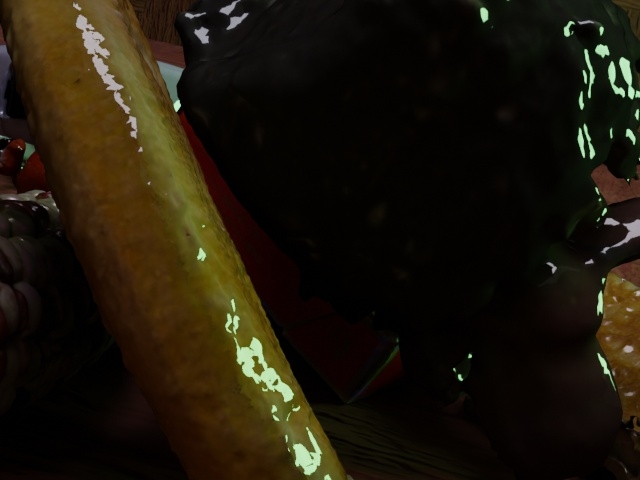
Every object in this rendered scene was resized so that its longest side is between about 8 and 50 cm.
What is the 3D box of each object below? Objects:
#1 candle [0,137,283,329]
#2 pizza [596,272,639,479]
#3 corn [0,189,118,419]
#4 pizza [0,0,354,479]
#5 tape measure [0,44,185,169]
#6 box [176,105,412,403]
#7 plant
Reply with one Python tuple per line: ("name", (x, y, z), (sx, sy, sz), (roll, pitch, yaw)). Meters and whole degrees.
("candle", (-0.106, -0.009, 0.808), (0.051, 0.048, 0.329), (-24, 33, -35))
("pizza", (0.156, 0.072, 0.642), (0.147, 0.069, 0.226), (-23, 28, -33))
("corn", (-0.125, 0.017, 0.545), (0.092, 0.092, 0.280), (14, 11, 11))
("pizza", (-0.059, -0.003, 0.459), (0.056, 0.271, 0.134), (-25, -7, -4))
("tape measure", (-0.174, -0.095, 1.017), (0.196, 0.105, 0.178), (13, -1, -23))
("box", (-0.001, 0.001, 0.678), (0.175, 0.048, 0.112), (49, 26, 21))
("plant", (0.060, -0.046, 0.558), (0.234, 0.178, 0.204), (45, 18, -25))
